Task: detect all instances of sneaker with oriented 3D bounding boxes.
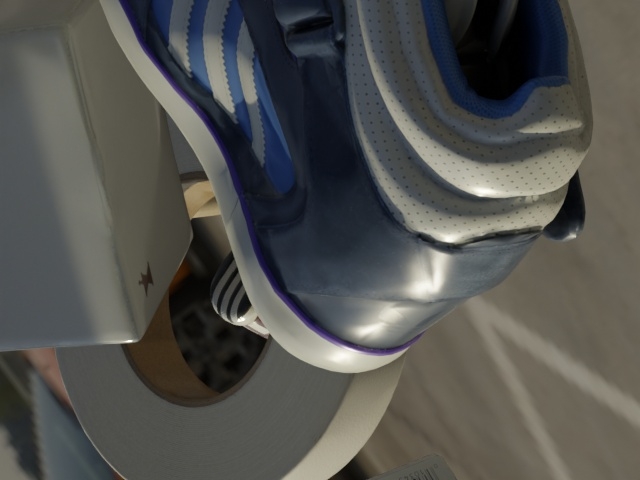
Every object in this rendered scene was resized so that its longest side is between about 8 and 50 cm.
[{"bbox_3d":[0.000,0.000,2.069,0.106,0.281,0.162,31,173,46],"label":"sneaker"},{"bbox_3d":[0.014,-0.122,0.800,0.236,0.130,0.322,-51,54,48],"label":"sneaker"}]

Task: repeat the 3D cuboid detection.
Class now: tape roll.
[{"bbox_3d":[-0.089,0.043,1.581,0.072,0.392,0.392,4,-145,-50],"label":"tape roll"}]

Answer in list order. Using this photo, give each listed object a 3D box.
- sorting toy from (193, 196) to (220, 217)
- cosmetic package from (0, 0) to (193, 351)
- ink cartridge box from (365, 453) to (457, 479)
[{"bbox_3d":[-0.188,-0.119,1.887,0.038,0.193,0.208,-161,66,-67],"label":"sorting toy"},{"bbox_3d":[-0.341,-0.048,1.245,0.161,0.453,0.230,-69,-28,-62],"label":"cosmetic package"},{"bbox_3d":[0.009,0.276,1.415,0.208,0.206,0.045,88,156,-49],"label":"ink cartridge box"}]
